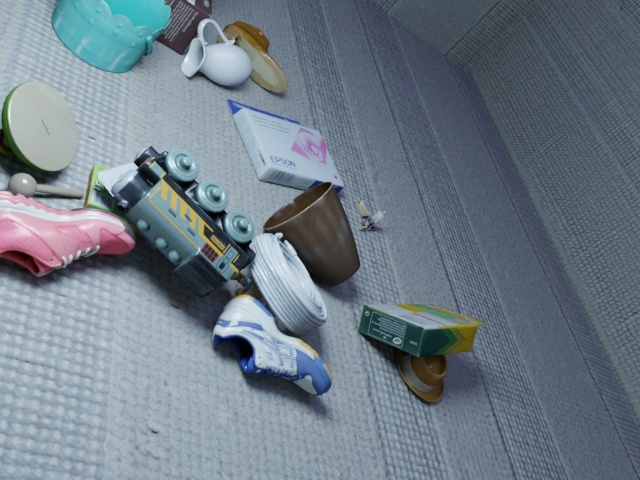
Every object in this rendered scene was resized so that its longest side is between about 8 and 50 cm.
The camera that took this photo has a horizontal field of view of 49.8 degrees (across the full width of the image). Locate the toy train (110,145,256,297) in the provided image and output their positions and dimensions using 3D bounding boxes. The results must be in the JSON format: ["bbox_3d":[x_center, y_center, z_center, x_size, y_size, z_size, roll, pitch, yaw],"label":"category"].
[{"bbox_3d":[-0.277,-0.040,1.426,0.334,0.142,0.190,48,43,-16],"label":"toy train"}]

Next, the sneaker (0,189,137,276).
[{"bbox_3d":[-0.496,0.010,1.291,0.313,0.115,0.136,12,61,-40],"label":"sneaker"}]

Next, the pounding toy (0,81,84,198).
[{"bbox_3d":[-0.594,-0.195,1.403,0.183,0.110,0.237,-6,88,-66],"label":"pounding toy"}]

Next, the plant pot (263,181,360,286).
[{"bbox_3d":[0.000,0.000,1.819,0.231,0.215,0.215,57,29,-15],"label":"plant pot"}]

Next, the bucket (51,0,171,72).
[{"bbox_3d":[-0.547,-0.588,1.797,0.281,0.183,0.281,32,35,-25],"label":"bucket"}]

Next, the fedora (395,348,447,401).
[{"bbox_3d":[0.292,0.343,1.881,0.194,0.079,0.194,32,34,-25],"label":"fedora"}]

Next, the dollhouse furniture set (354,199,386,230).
[{"bbox_3d":[0.150,-0.099,2.200,0.091,0.081,0.114,-1,55,-51],"label":"dollhouse furniture set"}]

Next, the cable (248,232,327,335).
[{"bbox_3d":[-0.083,0.099,1.598,0.257,0.089,0.257,58,6,10],"label":"cable"}]

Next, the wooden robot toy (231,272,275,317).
[{"bbox_3d":[-0.173,0.133,1.573,0.076,0.079,0.173,34,-13,48],"label":"wooden robot toy"}]

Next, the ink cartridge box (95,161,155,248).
[{"bbox_3d":[-0.371,-0.081,1.510,0.206,0.045,0.208,53,31,3],"label":"ink cartridge box"}]

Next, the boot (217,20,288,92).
[{"bbox_3d":[-0.203,-0.641,2.355,0.295,0.104,0.211,39,32,-6],"label":"boot"}]

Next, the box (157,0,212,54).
[{"bbox_3d":[-0.452,-0.706,2.058,0.203,0.167,0.169,27,37,-31],"label":"box"}]

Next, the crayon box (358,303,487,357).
[{"bbox_3d":[0.284,0.240,1.881,0.203,0.083,0.322,18,9,42],"label":"crayon box"}]

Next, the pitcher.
[{"bbox_3d":[-0.302,-0.563,2.081,0.125,0.178,0.207,34,21,37],"label":"pitcher"}]

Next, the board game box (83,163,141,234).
[{"bbox_3d":[-0.395,-0.067,1.540,0.259,0.039,0.124,24,39,-30],"label":"board game box"}]

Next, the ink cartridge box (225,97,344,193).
[{"bbox_3d":[-0.106,-0.302,2.130,0.324,0.071,0.330,8,50,-46],"label":"ink cartridge box"}]

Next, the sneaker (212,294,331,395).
[{"bbox_3d":[-0.110,0.257,1.488,0.296,0.112,0.131,41,49,-8],"label":"sneaker"}]
